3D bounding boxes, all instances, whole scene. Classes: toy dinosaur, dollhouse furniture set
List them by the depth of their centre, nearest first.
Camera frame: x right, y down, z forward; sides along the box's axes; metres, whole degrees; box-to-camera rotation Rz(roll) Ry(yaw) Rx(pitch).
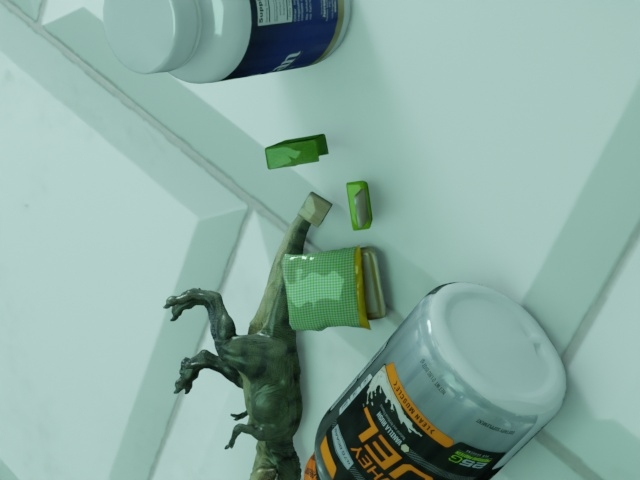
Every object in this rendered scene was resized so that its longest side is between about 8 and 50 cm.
[{"bbox_3d":[0.000,0.000,0.931,0.076,0.058,0.152,-7,99,12],"label":"dollhouse furniture set"},{"bbox_3d":[-0.062,0.090,1.025,0.118,0.064,0.268,11,107,19],"label":"toy dinosaur"}]

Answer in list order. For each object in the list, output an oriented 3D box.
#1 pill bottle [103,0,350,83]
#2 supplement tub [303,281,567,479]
[{"bbox_3d":[-0.065,-0.159,0.885,0.094,0.169,0.094,12,110,38],"label":"pill bottle"},{"bbox_3d":[0.072,0.128,0.885,0.117,0.117,0.190,50,128,18],"label":"supplement tub"}]
